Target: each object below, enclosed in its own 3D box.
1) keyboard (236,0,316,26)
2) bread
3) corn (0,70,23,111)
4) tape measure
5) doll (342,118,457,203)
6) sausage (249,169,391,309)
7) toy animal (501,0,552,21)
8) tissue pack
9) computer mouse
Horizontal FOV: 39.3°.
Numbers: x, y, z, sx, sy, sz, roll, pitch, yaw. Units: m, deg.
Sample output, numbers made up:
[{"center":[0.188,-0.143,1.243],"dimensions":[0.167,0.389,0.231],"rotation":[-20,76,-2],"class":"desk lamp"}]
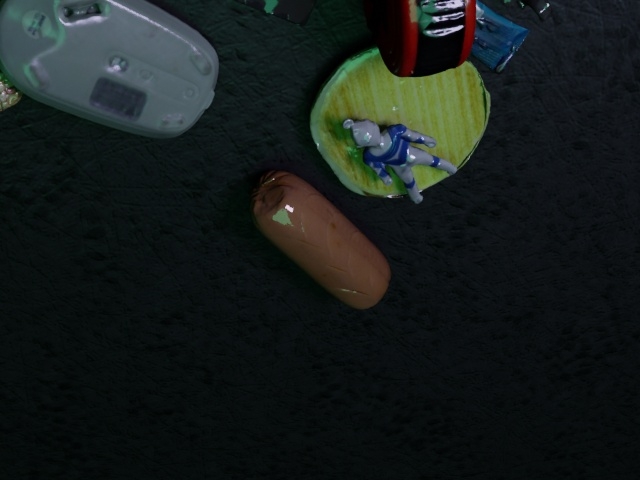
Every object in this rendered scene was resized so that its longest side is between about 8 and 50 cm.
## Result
[{"center":[-0.097,-0.375,1.296],"dimensions":[0.196,0.015,0.074],"rotation":[17,119,-21],"class":"keyboard"},{"center":[0.130,-0.199,1.449],"dimensions":[0.301,0.045,0.301],"rotation":[-6,130,-7],"class":"bread"},{"center":[-0.527,-0.295,1.235],"dimensions":[0.098,0.098,0.290],"rotation":[-31,122,14],"class":"corn"},{"center":[0.124,-0.351,1.209],"dimensions":[0.114,0.260,0.253],"rotation":[-11,134,-5],"class":"tape measure"},{"center":[0.119,-0.144,1.429],"dimensions":[0.114,0.057,0.227],"rotation":[-37,136,24],"class":"doll"},{"center":[-0.001,0.000,1.530],"dimensions":[0.121,0.121,0.304],"rotation":[-37,125,18],"class":"sausage"},{"center":[0.255,-0.407,1.241],"dimensions":[0.114,0.146,0.245],"rotation":[-32,130,0],"class":"toy animal"},{"center":[0.252,-0.318,1.390],"dimensions":[0.138,0.028,0.085],"rotation":[21,121,-27],"class":"tissue pack"},{"center":[-0.304,-0.265,1.294],"dimensions":[0.331,0.095,0.197],"rotation":[22,107,-36],"class":"computer mouse"}]
